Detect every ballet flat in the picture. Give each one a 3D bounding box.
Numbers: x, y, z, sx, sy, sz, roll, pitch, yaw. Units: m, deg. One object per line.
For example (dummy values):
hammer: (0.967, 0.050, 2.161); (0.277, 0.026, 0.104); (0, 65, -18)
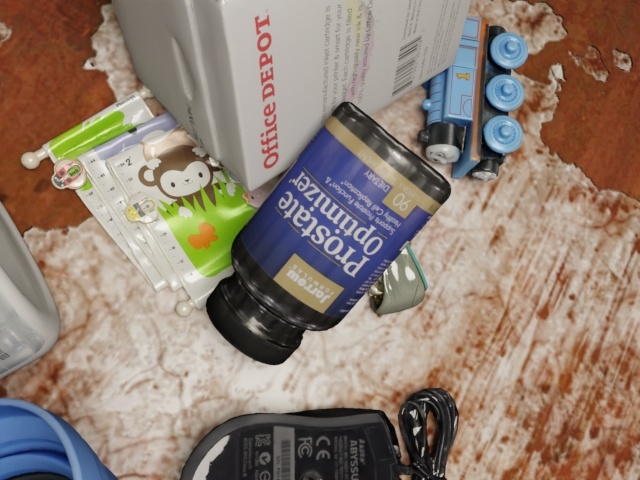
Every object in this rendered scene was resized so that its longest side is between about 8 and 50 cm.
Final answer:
ballet flat: (0.041, -0.027, 0.577); (0.068, 0.072, 0.213); (-20, 84, -10)

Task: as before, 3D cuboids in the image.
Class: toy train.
toy train: (0.165, -0.157, 0.631); (0.105, 0.080, 0.184); (8, 79, -1)

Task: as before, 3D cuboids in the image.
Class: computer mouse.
computer mouse: (0.001, 0.224, 0.521); (0.272, 0.072, 0.188); (10, 74, -23)

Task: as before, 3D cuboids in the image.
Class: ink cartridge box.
ink cartridge box: (-0.022, -0.223, 0.502); (0.270, 0.198, 0.197); (-35, 65, -21)

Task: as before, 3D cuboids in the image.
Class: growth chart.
growth chart: (-0.145, -0.046, 0.566); (0.237, 0.021, 0.172); (47, 72, -1)

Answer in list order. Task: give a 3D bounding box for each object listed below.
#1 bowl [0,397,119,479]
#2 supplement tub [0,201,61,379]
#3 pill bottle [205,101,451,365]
bowl: (-0.254, 0.283, 0.312); (0.391, 0.391, 0.077); (-53, 130, -17)
supplement tub: (-0.376, 0.072, 0.400); (0.316, 0.193, 0.193); (-30, 86, -16)
pill bottle: (0.000, 0.000, 0.501); (0.123, 0.123, 0.219); (39, 102, -2)
